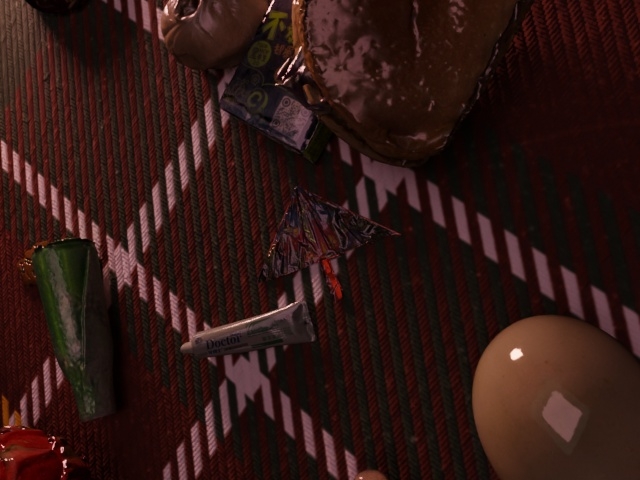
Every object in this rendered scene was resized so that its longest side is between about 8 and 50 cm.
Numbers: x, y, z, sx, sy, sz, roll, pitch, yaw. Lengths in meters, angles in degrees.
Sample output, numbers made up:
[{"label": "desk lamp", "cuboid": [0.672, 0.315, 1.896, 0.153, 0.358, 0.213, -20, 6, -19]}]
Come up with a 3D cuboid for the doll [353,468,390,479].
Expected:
[{"label": "doll", "cuboid": [0.117, 0.408, 0.659, 0.256, 0.152, 0.196, 32, 109, 16]}]

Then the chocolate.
[{"label": "chocolate", "cuboid": [-0.393, 0.147, 0.911, 0.110, 0.110, 0.290, -19, 81, 18]}]

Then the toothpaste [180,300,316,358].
[{"label": "toothpaste", "cuboid": [-0.113, 0.142, 0.835, 0.218, 0.041, 0.064, -15, 91, 16]}]

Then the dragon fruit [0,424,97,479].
[{"label": "dragon fruit", "cuboid": [-0.469, 0.410, 0.840, 0.299, 0.244, 0.244, 31, 96, 38]}]

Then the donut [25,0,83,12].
[{"label": "donut", "cuboid": [-0.497, -0.545, 1.028, 0.235, 0.089, 0.234, -3, 82, 22]}]

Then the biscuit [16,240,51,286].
[{"label": "biscuit", "cuboid": [-0.515, 0.042, 1.010, 0.082, 0.016, 0.092, 33, 98, 21]}]

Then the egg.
[{"label": "egg", "cuboid": [0.270, 0.204, 0.600, 0.189, 0.189, 0.253, -26, 82, 17]}]

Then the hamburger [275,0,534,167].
[{"label": "hamburger", "cuboid": [0.098, -0.265, 0.666, 0.277, 0.195, 0.317, 31, 97, -4]}]

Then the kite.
[{"label": "kite", "cuboid": [0.000, 0.000, 0.821, 0.232, 0.009, 0.189, -23, 76, 17]}]

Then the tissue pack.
[{"label": "tissue pack", "cuboid": [-0.026, -0.256, 0.823, 0.174, 0.073, 0.235, 31, 95, 19]}]

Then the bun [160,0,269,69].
[{"label": "bun", "cuboid": [-0.175, -0.350, 0.868, 0.173, 0.113, 0.166, -46, 71, 8]}]
